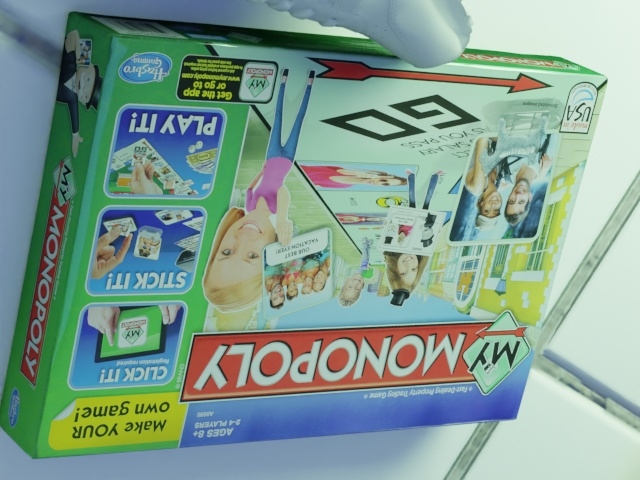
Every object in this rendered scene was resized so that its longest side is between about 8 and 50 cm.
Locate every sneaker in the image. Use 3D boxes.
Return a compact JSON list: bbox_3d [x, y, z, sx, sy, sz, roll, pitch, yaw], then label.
[{"bbox_3d":[-0.022,-0.146,0.777,0.095,0.090,0.235,-49,123,1],"label":"sneaker"}]

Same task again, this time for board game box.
[{"bbox_3d":[0.000,0.000,0.882,0.317,0.046,0.214,0,111,-37],"label":"board game box"}]
